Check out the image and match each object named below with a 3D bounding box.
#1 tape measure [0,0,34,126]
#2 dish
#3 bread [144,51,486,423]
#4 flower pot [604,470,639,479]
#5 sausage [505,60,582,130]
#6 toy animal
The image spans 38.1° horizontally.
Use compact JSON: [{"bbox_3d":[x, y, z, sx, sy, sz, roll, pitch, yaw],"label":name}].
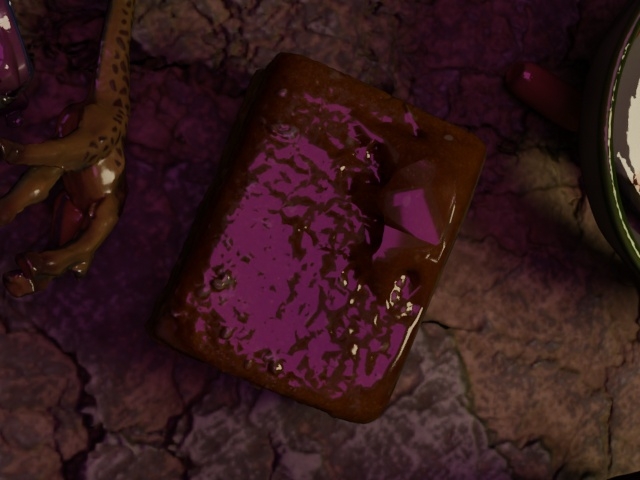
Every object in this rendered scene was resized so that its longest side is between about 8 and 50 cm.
[{"bbox_3d":[-0.241,-0.139,0.623,0.074,0.118,0.125,-24,91,-17],"label":"tape measure"},{"bbox_3d":[0.340,-0.093,0.782,0.324,0.124,0.324,-3,98,-18],"label":"dish"},{"bbox_3d":[0.000,0.000,0.688,0.184,0.110,0.234,24,83,-13],"label":"bread"},{"bbox_3d":[0.191,0.305,0.664,0.267,0.266,0.266,-5,89,-6],"label":"flower pot"},{"bbox_3d":[0.196,-0.122,0.787,0.083,0.034,0.034,30,80,-14],"label":"sausage"},{"bbox_3d":[-0.165,-0.087,0.654,0.054,0.149,0.275,4,55,22],"label":"toy animal"}]
